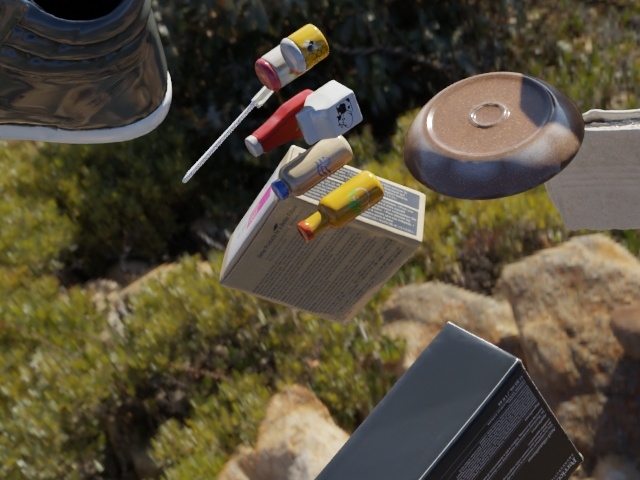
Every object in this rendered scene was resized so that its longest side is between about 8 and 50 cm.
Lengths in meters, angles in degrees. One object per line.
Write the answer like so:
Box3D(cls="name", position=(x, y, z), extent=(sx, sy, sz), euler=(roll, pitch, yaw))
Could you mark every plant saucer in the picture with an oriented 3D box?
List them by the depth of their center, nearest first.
Box3D(cls="plant saucer", position=(0.183, -0.124, 1.318), extent=(0.198, 0.036, 0.198), euler=(-10, 43, 9))

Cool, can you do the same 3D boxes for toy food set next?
Box3D(cls="toy food set", position=(-0.024, -0.119, 1.326), extent=(0.104, 0.232, 0.111), euler=(-35, 41, -15))

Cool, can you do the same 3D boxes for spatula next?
Box3D(cls="spatula", position=(-0.124, -0.179, 1.857), extent=(0.242, 0.019, 0.168), euler=(-49, 8, 1))

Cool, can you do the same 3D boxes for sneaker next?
Box3D(cls="sneaker", position=(-0.229, -0.119, 0.694), extent=(0.295, 0.147, 0.104), euler=(-6, 61, -13))

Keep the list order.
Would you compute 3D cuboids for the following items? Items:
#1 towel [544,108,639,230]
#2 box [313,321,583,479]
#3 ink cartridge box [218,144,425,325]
Box3D(cls="towel", position=(0.423, -0.089, 1.620), extent=(0.282, 0.187, 0.049), euler=(2, 45, 39))
Box3D(cls="box", position=(0.103, 0.237, 1.128), extent=(0.261, 0.184, 0.103), euler=(-48, 40, -13))
Box3D(cls="ink cartridge box", position=(0.000, 0.000, 1.589), extent=(0.193, 0.235, 0.088), euler=(20, 53, -15))
